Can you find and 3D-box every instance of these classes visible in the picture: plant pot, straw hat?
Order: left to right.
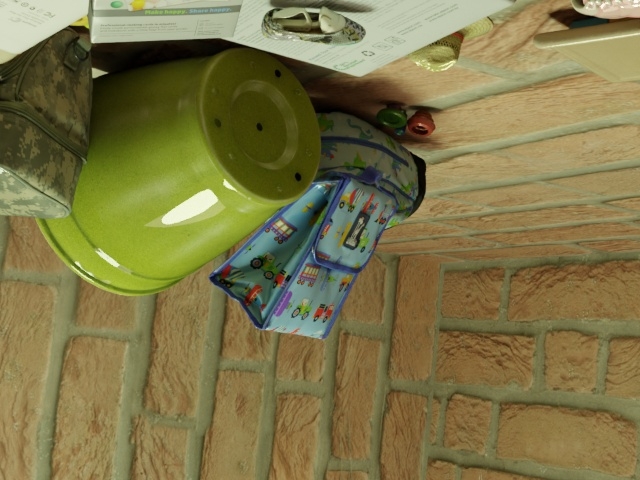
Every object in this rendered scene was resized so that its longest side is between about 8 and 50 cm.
[{"bbox_3d":[-0.199,-0.129,1.714,0.366,0.367,0.353,12,158,-42],"label":"plant pot"},{"bbox_3d":[0.145,-0.248,1.427,0.144,0.061,0.144,6,173,1],"label":"straw hat"}]

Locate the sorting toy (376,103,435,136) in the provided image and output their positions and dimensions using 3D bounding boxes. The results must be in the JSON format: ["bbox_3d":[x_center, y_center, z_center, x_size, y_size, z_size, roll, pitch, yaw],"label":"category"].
[{"bbox_3d":[0.144,-0.208,1.883,0.102,0.042,0.061,19,155,-10],"label":"sorting toy"}]

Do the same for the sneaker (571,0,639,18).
[{"bbox_3d":[0.320,-0.263,1.189,0.070,0.051,0.134,4,179,-28],"label":"sneaker"}]

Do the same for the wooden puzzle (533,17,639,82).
[{"bbox_3d":[0.411,-0.241,1.367,0.221,0.044,0.238,-1,175,41],"label":"wooden puzzle"}]

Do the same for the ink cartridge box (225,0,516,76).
[{"bbox_3d":[-0.010,-0.282,1.231,0.330,0.072,0.324,12,169,-27],"label":"ink cartridge box"}]

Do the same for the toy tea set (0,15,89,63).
[{"bbox_3d":[-0.419,-0.285,1.330,0.200,0.124,0.336,3,172,27],"label":"toy tea set"}]

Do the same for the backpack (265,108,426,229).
[{"bbox_3d":[0.010,-0.109,2.017,0.290,0.273,0.355,-10,151,19],"label":"backpack"}]

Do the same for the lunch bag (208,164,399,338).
[{"bbox_3d":[0.000,0.000,1.797,0.138,0.293,0.221,42,-168,26],"label":"lunch bag"}]

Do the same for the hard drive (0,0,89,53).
[{"bbox_3d":[-0.289,-0.291,1.149,0.307,0.040,0.203,-21,159,32],"label":"hard drive"}]

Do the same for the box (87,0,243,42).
[{"bbox_3d":[-0.138,-0.250,1.037,0.145,0.038,0.186,-5,157,-17],"label":"box"}]

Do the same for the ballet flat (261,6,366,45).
[{"bbox_3d":[-0.008,-0.233,1.211,0.114,0.041,0.041,3,173,3],"label":"ballet flat"}]

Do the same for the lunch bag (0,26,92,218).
[{"bbox_3d":[-0.485,-0.187,1.602,0.305,0.256,0.212,4,160,25],"label":"lunch bag"}]
